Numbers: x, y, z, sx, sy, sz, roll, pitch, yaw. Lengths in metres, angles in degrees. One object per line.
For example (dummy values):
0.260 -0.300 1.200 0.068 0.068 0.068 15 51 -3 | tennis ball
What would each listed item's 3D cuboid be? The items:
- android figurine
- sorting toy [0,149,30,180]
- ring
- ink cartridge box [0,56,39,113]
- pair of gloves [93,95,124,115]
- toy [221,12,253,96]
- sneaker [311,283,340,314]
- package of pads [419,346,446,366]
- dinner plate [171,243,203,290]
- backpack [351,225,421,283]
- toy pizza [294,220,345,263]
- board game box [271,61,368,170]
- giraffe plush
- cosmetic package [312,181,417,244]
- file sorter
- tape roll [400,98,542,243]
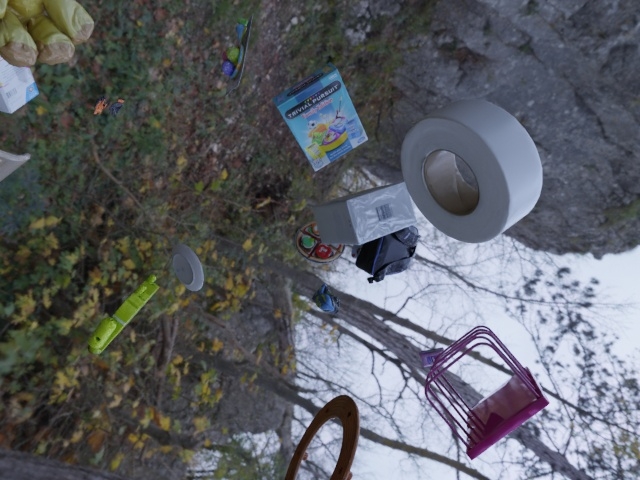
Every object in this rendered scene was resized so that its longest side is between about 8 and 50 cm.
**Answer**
-0.563 0.207 1.261 0.273 0.056 0.248 -46 -169 20 | android figurine
-0.561 -0.116 0.620 0.193 0.208 0.038 -13 -108 37 | sorting toy
0.002 0.536 1.054 0.336 0.032 0.336 -54 -171 13 | ring
-0.753 -0.409 1.029 0.181 0.062 0.104 103 5 -49 | ink cartridge box
-0.650 -0.413 1.342 0.074 0.010 0.083 -39 166 35 | pair of gloves
-0.280 -0.598 1.401 0.137 0.056 0.237 2 -104 61 | toy
0.021 0.199 1.436 0.067 0.078 0.188 -50 -167 3 | sneaker
0.375 0.388 1.455 0.083 0.050 0.032 -16 -164 20 | package of pads
-0.373 0.077 1.206 0.017 0.141 0.141 -25 166 -46 | dinner plate
0.271 0.021 1.770 0.213 0.263 0.276 36 -69 45 | backpack
0.000 0.000 1.710 0.032 0.201 0.201 99 13 -57 | toy pizza
0.007 -0.463 1.687 0.254 0.336 0.079 -31 -134 4 | board game box
-0.521 -0.393 0.731 0.170 0.210 0.181 4 -154 36 | giraffe plush
0.131 -0.082 1.357 0.224 0.138 0.225 -20 -173 -26 | cosmetic package
0.378 0.334 1.048 0.202 0.182 0.291 -43 164 12 | file sorter
0.298 -0.139 0.904 0.100 0.286 0.286 -31 -176 -21 | tape roll
